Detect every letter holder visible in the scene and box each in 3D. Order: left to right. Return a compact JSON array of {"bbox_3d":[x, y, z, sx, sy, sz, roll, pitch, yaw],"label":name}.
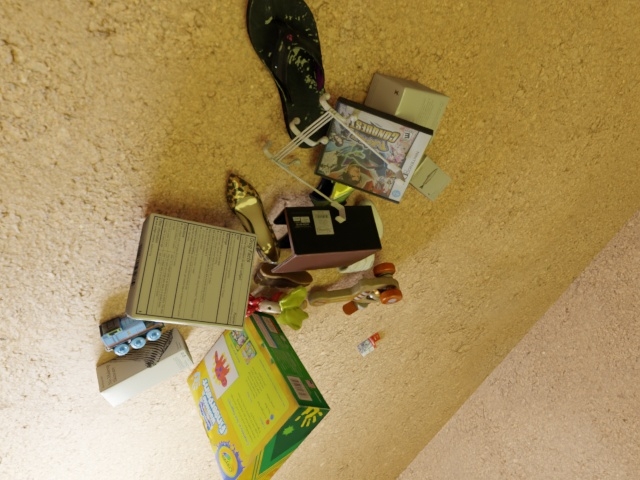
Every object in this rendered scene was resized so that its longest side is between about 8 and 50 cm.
[{"bbox_3d":[0.000,0.000,1.481,0.302,0.151,0.214,-3,162,-29],"label":"letter holder"}]

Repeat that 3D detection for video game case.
[{"bbox_3d":[0.143,-0.248,1.334,0.275,0.035,0.248,19,131,-1],"label":"video game case"}]

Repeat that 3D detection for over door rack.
[{"bbox_3d":[0.037,-0.224,1.291,0.240,0.108,0.324,-33,121,32],"label":"over door rack"}]

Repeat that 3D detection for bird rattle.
[{"bbox_3d":[-0.152,0.225,1.582,0.207,0.254,0.142,6,81,-69],"label":"bird rattle"}]

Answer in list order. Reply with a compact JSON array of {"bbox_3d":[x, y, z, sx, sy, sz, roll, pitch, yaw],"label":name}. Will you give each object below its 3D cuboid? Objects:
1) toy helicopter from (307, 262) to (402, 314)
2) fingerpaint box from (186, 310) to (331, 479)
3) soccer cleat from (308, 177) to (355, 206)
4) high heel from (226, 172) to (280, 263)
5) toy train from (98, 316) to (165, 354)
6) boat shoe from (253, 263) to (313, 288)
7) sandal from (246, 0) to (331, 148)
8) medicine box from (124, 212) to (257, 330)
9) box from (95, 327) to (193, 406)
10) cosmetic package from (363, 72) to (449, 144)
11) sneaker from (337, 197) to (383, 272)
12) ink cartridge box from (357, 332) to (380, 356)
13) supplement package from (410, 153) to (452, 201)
[{"bbox_3d":[0.126,0.208,1.790,0.356,0.140,0.235,-6,153,-10],"label":"toy helicopter"},{"bbox_3d":[-0.225,0.514,1.564,0.163,0.445,0.371,27,105,-44],"label":"fingerpaint box"},{"bbox_3d":[0.083,-0.207,1.459,0.289,0.093,0.121,-47,133,7],"label":"soccer cleat"},{"bbox_3d":[-0.183,-0.057,1.331,0.093,0.186,0.261,-28,134,-11],"label":"high heel"},{"bbox_3d":[-0.566,0.269,1.413,0.184,0.080,0.105,-24,127,-16],"label":"toy train"},{"bbox_3d":[-0.128,0.129,1.599,0.207,0.073,0.073,13,129,-30],"label":"boat shoe"},{"bbox_3d":[-0.048,-0.422,1.193,0.168,0.107,0.445,-31,136,-9],"label":"sandal"},{"bbox_3d":[-0.339,0.092,1.250,0.290,0.149,0.263,12,78,-26],"label":"medicine box"},{"bbox_3d":[-0.558,0.400,1.496,0.275,0.113,0.094,-27,133,-15],"label":"box"},{"bbox_3d":[0.243,-0.386,1.382,0.184,0.151,0.151,0,123,-34],"label":"cosmetic package"},{"bbox_3d":[0.128,-0.002,1.630,0.152,0.114,0.304,-14,130,-26],"label":"sneaker"},{"bbox_3d":[0.226,0.471,2.123,0.115,0.029,0.062,-33,135,-7],"label":"ink cartridge box"},{"bbox_3d":[0.346,-0.229,1.605,0.179,0.105,0.105,27,106,-43],"label":"supplement package"}]
